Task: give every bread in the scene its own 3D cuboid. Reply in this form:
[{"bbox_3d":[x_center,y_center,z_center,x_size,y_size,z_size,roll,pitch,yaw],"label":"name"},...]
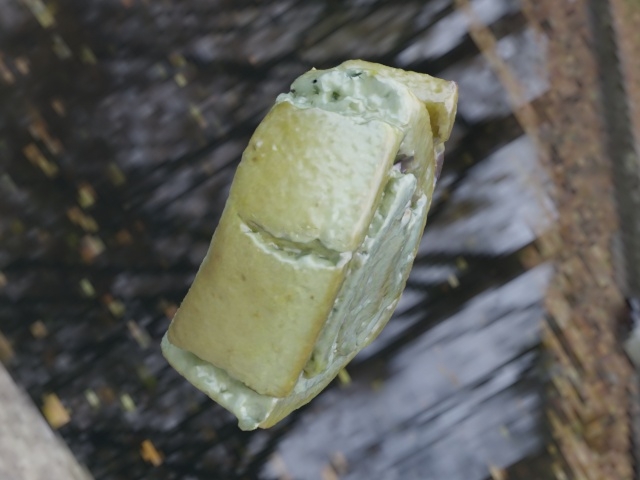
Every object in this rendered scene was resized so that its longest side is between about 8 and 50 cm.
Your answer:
[{"bbox_3d":[0.000,0.000,0.689,0.064,0.156,0.117,32,44,12],"label":"bread"}]
